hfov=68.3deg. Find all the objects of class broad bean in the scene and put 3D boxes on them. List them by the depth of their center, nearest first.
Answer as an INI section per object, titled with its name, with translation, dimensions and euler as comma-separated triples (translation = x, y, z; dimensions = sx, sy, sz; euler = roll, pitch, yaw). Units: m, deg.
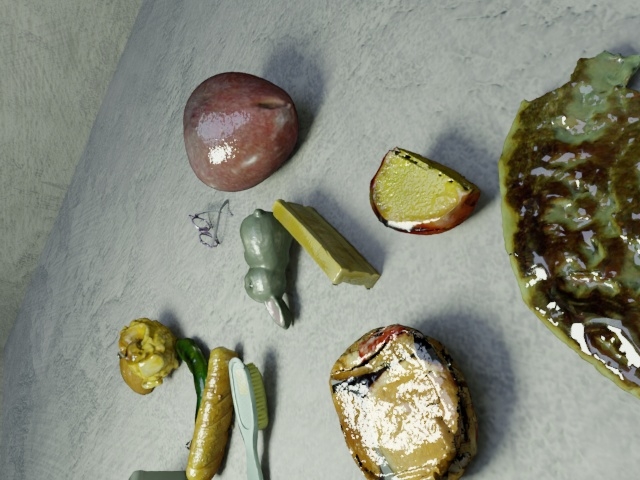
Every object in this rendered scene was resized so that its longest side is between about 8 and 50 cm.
[broad bean]
translation = -0.306, 0.341, 1.138
dimensions = 0.144, 0.049, 0.292
euler = -45, 49, 32

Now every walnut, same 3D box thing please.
[walnut]
translation = -0.535, 0.340, 1.374
dimensions = 0.167, 0.087, 0.212
euler = -23, 62, 47

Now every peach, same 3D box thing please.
[peach]
translation = 0.158, -0.070, 0.701
dimensions = 0.172, 0.092, 0.127
euler = 7, 89, 38

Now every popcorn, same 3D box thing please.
[popcorn]
translation = -0.448, 0.293, 1.251
dimensions = 0.140, 0.163, 0.194
euler = -37, 26, -17

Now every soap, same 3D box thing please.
[soap]
translation = 0.000, -0.001, 0.858
dimensions = 0.252, 0.092, 0.037
euler = 47, 116, 45

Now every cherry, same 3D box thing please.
[cherry]
translation = -0.175, -0.243, 1.042
dimensions = 0.307, 0.221, 0.262
euler = -13, 77, 32

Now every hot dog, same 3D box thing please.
[hot dog]
translation = -0.229, 0.373, 1.017
dimensions = 0.061, 0.087, 0.286
euler = 1, 82, 43

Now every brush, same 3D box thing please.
[brush]
translation = -0.125, 0.373, 0.926
dimensions = 0.068, 0.060, 0.297
euler = -15, 81, 46

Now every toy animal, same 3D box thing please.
[toy animal]
translation = -0.113, 0.056, 0.950
dimensions = 0.107, 0.138, 0.237
euler = -2, 70, 14

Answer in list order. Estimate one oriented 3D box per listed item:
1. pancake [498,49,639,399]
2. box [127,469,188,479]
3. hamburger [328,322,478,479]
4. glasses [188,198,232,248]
[pancake]
translation = 0.345, -0.024, 0.509
dimensions = 0.305, 0.066, 0.427
euler = -49, 45, 18
[box]
translation = -0.369, 0.599, 1.033
dimensions = 0.243, 0.163, 0.135
euler = 124, 148, -42
[hamburger]
translation = 0.115, 0.228, 0.651
dimensions = 0.230, 0.106, 0.231
euler = -14, 70, 42
[glasses]
translation = -0.279, -0.058, 1.220
dimensions = 0.104, 0.062, 0.140
euler = -53, 46, 23
